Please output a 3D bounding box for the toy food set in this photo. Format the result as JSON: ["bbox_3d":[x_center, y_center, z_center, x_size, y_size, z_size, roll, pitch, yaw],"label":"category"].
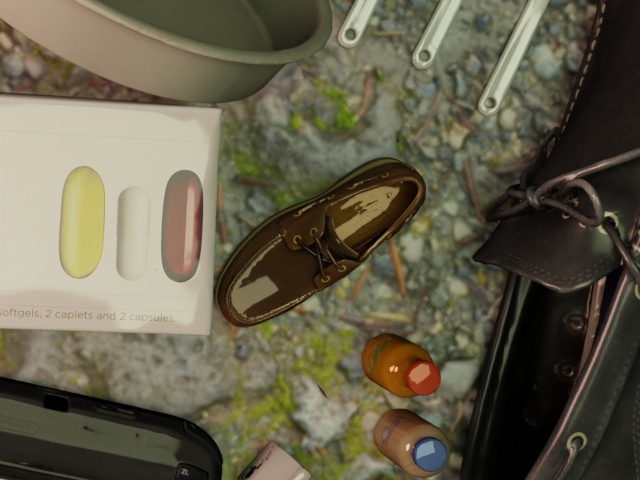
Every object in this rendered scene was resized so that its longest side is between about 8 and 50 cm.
[{"bbox_3d":[0.018,0.184,1.269,0.111,0.104,0.232,44,84,-12],"label":"toy food set"}]

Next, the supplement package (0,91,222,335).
[{"bbox_3d":[-0.209,-0.023,1.154,0.261,0.204,0.145,2,93,-12],"label":"supplement package"}]

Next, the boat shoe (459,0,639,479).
[{"bbox_3d":[0.201,-0.002,1.262,0.156,0.187,0.500,7,97,-19],"label":"boat shoe"}]

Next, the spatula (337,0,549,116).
[{"bbox_3d":[0.125,-0.224,1.312,0.168,0.019,0.242,26,88,-14],"label":"spatula"}]

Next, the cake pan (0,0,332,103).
[{"bbox_3d":[-0.131,-0.188,1.141,0.293,0.293,0.054,27,118,-13],"label":"cake pan"}]

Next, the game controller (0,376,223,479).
[{"bbox_3d":[-0.232,0.180,1.245,0.319,0.067,0.166,14,105,-13],"label":"game controller"}]

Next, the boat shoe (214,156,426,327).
[{"bbox_3d":[0.001,0.000,1.276,0.178,0.060,0.064,-36,100,-8],"label":"boat shoe"}]
